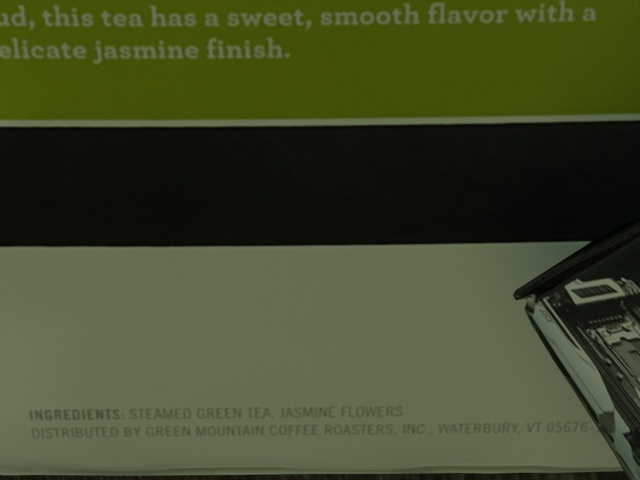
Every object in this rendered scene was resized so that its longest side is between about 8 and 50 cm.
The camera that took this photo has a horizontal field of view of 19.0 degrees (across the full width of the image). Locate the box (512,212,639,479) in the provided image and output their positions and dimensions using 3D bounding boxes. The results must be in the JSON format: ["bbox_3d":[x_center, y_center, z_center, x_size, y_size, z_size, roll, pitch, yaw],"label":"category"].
[{"bbox_3d":[0.203,-0.053,0.326,0.076,0.242,0.307,58,156,4],"label":"box"}]

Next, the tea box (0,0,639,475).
[{"bbox_3d":[0.009,-0.155,0.564,0.329,0.220,0.323,-91,1,-57],"label":"tea box"}]
